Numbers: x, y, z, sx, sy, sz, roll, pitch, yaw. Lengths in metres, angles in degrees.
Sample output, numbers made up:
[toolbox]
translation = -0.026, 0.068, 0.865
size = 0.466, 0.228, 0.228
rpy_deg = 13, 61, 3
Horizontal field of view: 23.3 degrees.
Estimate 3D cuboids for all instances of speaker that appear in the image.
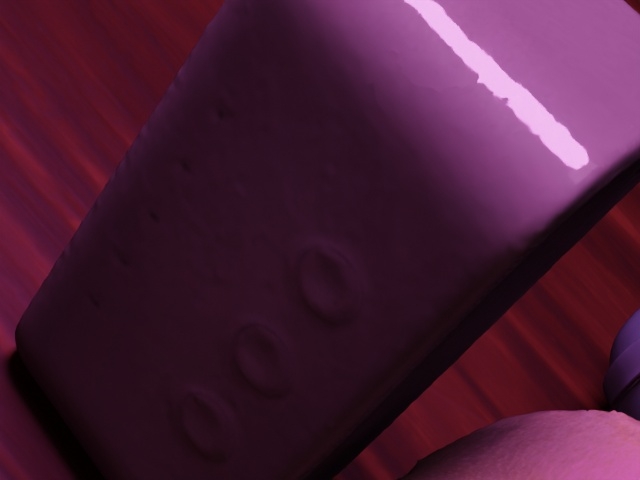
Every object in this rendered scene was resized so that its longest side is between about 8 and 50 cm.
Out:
[speaker]
translation = 0.000, 0.000, 0.822
size = 0.184, 0.406, 0.183
rpy_deg = 48, 42, 9

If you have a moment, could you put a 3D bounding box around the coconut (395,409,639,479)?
[coconut]
translation = 0.115, 0.224, 0.881
size = 0.245, 0.233, 0.233
rpy_deg = -24, 75, -45

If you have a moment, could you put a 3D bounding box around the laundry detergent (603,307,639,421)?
[laundry detergent]
translation = 0.364, 0.142, 1.071
size = 0.287, 0.287, 0.305
rpy_deg = 0, 59, -37
